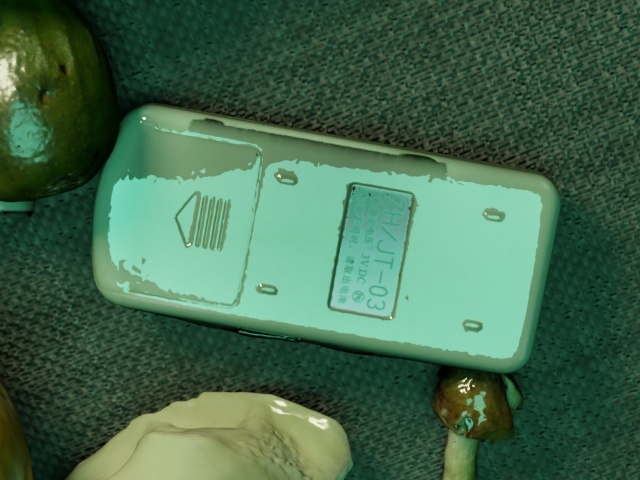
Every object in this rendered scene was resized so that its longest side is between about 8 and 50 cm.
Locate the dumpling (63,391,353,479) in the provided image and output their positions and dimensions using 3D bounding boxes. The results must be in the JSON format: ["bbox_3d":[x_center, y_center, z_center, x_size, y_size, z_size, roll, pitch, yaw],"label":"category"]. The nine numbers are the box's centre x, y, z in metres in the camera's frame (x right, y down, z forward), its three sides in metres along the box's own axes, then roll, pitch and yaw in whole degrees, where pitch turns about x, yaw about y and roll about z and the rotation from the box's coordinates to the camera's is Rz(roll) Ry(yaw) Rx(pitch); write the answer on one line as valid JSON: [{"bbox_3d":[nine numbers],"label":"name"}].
[{"bbox_3d":[-0.092,0.175,1.312,0.216,0.166,0.126,-50,147,0],"label":"dumpling"}]

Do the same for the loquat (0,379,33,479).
[{"bbox_3d":[-0.314,0.165,1.231,0.276,0.284,0.276,1,113,3],"label":"loquat"}]

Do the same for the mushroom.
[{"bbox_3d":[0.106,0.160,1.363,0.061,0.060,0.187,-7,119,-15],"label":"mushroom"}]

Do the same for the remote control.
[{"bbox_3d":[0.000,0.000,1.287,0.296,0.056,0.140,10,96,-1],"label":"remote control"}]

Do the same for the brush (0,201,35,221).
[{"bbox_3d":[-0.334,-0.037,1.281,0.296,0.068,0.060,-2,88,-5],"label":"brush"}]

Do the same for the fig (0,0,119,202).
[{"bbox_3d":[-0.178,-0.112,1.232,0.117,0.117,0.178,2,92,-2],"label":"fig"}]
